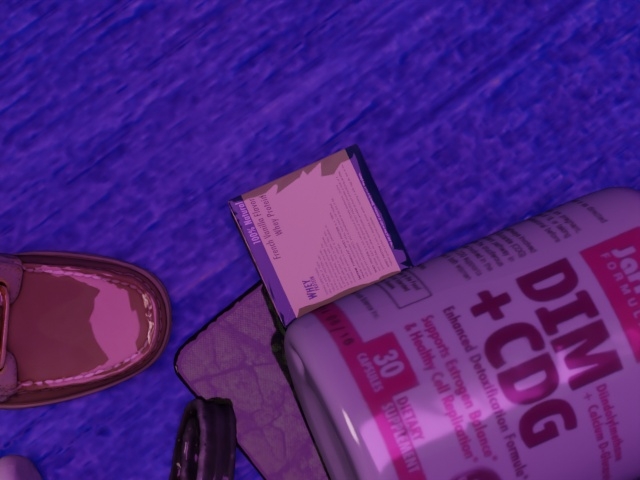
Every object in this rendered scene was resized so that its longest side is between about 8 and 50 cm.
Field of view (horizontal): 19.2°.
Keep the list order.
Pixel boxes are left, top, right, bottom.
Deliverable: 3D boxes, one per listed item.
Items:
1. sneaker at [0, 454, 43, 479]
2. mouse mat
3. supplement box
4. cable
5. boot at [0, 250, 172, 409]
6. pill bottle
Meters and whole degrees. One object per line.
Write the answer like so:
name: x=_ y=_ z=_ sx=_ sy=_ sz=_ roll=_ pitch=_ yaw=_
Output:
sneaker: x=-0.188 y=0.237 z=1.095 sx=0.094 sy=0.080 sz=0.212 roll=-16 pitch=80 yaw=8
mouse mat: x=0.024 y=0.096 z=1.139 sx=0.152 sy=0.007 sz=0.189 roll=-40 pitch=90 yaw=-4
supplement box: x=0.000 y=0.000 z=1.113 sx=0.083 sy=0.056 sz=0.083 roll=-25 pitch=84 yaw=-3
cable: x=-0.089 y=0.232 z=1.061 sx=0.072 sy=0.139 sz=0.287 roll=4 pitch=86 yaw=-11
boot: x=-0.214 y=0.046 z=1.032 sx=0.262 sy=0.203 sz=0.095 roll=1 pitch=86 yaw=-3
pill bottle: x=0.136 y=0.066 z=1.064 sx=0.283 sy=0.160 sz=0.160 roll=-23 pitch=88 yaw=-8
